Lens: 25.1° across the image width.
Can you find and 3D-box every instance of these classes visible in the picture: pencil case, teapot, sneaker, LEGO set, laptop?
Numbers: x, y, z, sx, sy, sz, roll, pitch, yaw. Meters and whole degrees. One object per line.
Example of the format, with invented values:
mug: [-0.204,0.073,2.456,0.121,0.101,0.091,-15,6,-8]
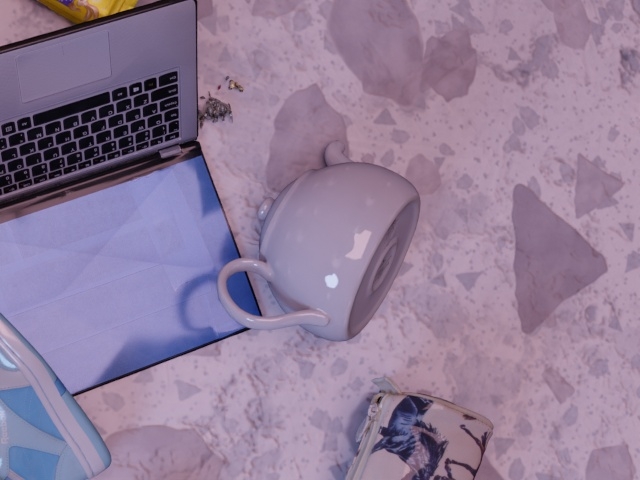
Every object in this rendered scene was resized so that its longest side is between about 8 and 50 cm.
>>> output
pencil case: [0.071,0.389,1.861,0.184,0.160,0.410,27,75,-12]
teapot: [0.000,0.000,1.872,0.187,0.256,0.252,25,95,13]
sneaker: [-0.407,0.216,1.711,0.208,0.127,0.319,-39,118,-16]
LEGO set: [-0.136,-0.187,1.946,0.054,0.023,0.083,21,77,-14]
laptop: [-0.283,-0.037,1.775,0.382,0.408,0.236,-20,55,-20]

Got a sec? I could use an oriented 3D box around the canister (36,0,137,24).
canister: [-0.317,-0.350,1.886,0.170,0.073,0.126,29,75,-11]
